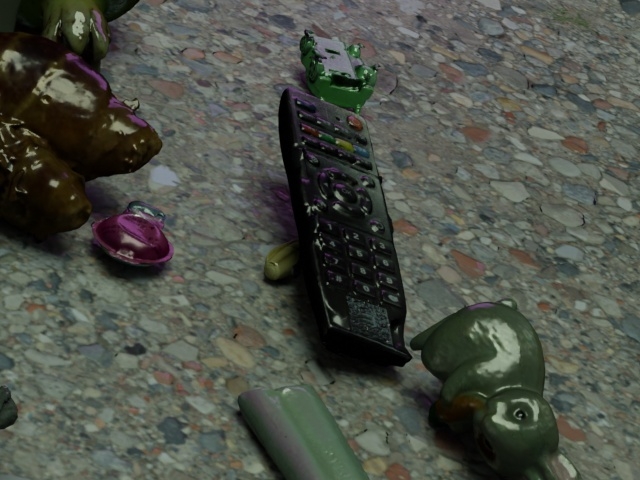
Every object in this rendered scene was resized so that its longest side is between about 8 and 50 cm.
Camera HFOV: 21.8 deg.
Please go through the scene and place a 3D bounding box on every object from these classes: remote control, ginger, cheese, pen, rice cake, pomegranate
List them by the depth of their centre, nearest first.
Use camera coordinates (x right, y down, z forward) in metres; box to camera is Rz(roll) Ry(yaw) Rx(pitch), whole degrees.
[{"bbox_3d":[-0.002,0.218,1.586,0.080,0.042,0.221,1,37,-33],"label":"rice cake"},{"bbox_3d":[-0.356,-0.123,1.790,0.358,0.152,0.274,1,37,-28],"label":"ginger"},{"bbox_3d":[-0.202,-0.009,1.819,0.095,0.038,0.145,22,24,-3],"label":"cheese"},{"bbox_3d":[0.024,-0.015,1.890,0.145,0.062,0.398,22,37,-27],"label":"remote control"},{"bbox_3d":[0.000,0.000,1.940,0.040,0.032,0.233,20,26,25],"label":"pen"},{"bbox_3d":[-0.339,-0.341,2.114,0.242,0.242,0.306,19,62,-4],"label":"pomegranate"}]

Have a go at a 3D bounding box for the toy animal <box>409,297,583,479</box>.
[{"bbox_3d":[0.193,0.176,1.697,0.125,0.127,0.251,3,39,-33],"label":"toy animal"}]

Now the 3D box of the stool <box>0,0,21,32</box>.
[{"bbox_3d":[-0.526,-0.316,1.971,0.244,0.170,0.270,40,35,25],"label":"stool"}]

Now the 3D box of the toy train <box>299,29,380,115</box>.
[{"bbox_3d":[0.019,-0.223,2.262,0.099,0.081,0.149,9,27,-20],"label":"toy train"}]

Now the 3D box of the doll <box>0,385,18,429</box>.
[{"bbox_3d":[-0.435,0.103,1.380,0.340,0.158,0.246,22,19,6],"label":"doll"}]
